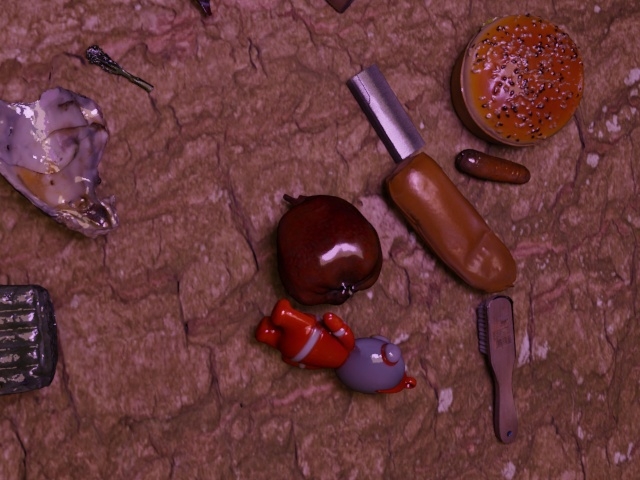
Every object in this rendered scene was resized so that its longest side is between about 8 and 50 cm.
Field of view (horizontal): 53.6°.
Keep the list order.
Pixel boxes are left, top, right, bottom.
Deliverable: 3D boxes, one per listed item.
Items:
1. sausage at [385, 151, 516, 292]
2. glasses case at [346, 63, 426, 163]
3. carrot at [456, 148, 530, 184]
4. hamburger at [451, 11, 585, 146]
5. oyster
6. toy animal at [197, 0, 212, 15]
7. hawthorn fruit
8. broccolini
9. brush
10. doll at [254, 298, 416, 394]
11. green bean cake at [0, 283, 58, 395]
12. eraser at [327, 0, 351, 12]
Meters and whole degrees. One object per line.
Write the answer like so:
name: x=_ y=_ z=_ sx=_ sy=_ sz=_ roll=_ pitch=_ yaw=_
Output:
sausage: x=0.280 y=-0.023 z=1.341 sx=0.354 sy=0.116 sz=0.134 roll=49 pitch=62 yaw=-10
glasses case: x=0.142 y=-0.272 z=1.357 sx=0.070 sy=0.047 sz=0.205 roll=-34 pitch=95 yaw=-15
carrot: x=0.387 y=-0.159 z=1.411 sx=0.186 sy=0.060 sz=0.060 roll=13 pitch=82 yaw=-18
hamburger: x=0.429 y=-0.350 z=1.379 sx=0.300 sy=0.176 sz=0.301 roll=1 pitch=86 yaw=-16
oyster: x=-0.479 y=-0.150 z=1.146 sx=0.275 sy=0.100 sz=0.271 roll=9 pitch=80 yaw=-2
toy animal: x=-0.240 y=-0.547 z=1.265 sx=0.105 sy=0.070 sz=0.203 roll=-5 pitch=82 yaw=-35
hawthorn fruit: x=0.000 y=0.000 z=1.225 sx=0.208 sy=0.208 sz=0.248 roll=-21 pitch=68 yaw=-16
broccolini: x=-0.387 y=-0.333 z=1.228 sx=0.139 sy=0.030 sz=0.035 roll=28 pitch=42 yaw=-16
brush: x=0.384 y=0.276 z=1.378 sx=0.069 sy=0.065 sz=0.328 roll=-10 pitch=97 yaw=-22
doll: x=0.045 y=0.215 z=1.226 sx=0.336 sy=0.200 sz=0.105 roll=26 pitch=47 yaw=-13
green bean cake: x=-0.501 y=0.160 z=1.072 sx=0.094 sy=0.173 sz=0.182 roll=-6 pitch=86 yaw=-18
eraser: x=-0.031 y=-0.650 z=1.326 sx=0.343 sy=0.078 sz=0.144 roll=41 pitch=76 yaw=-8
